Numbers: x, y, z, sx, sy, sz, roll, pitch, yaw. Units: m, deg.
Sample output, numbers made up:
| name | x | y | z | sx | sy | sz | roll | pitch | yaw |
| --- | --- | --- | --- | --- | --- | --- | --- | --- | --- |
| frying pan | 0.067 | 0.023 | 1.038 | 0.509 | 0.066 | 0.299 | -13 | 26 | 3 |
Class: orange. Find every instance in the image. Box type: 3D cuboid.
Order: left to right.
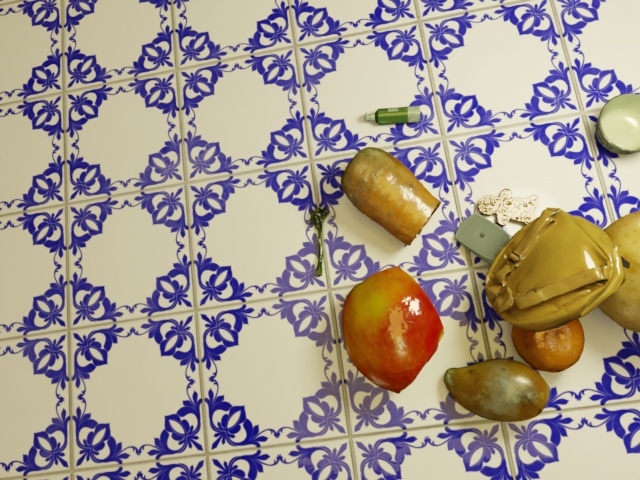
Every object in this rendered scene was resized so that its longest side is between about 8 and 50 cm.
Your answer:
| name | x | y | z | sx | sy | sz | roll | pitch | yaw |
| --- | --- | --- | --- | --- | --- | --- | --- | --- | --- |
| orange | 0.718 | 0.302 | 1.553 | 0.224 | 0.170 | 0.224 | 0 | 84 | -2 |

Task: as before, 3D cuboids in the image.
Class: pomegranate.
| name | x | y | z | sx | sy | sz | roll | pitch | yaw |
| --- | --- | --- | --- | --- | --- | --- | --- | --- | --- |
| pomegranate | 0.993 | 0.103 | 1.441 | 0.410 | 0.410 | 0.410 | -1 | 78 | 7 |

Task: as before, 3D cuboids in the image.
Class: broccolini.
| name | x | y | z | sx | sy | sz | roll | pitch | yaw |
| --- | --- | --- | --- | --- | --- | --- | --- | --- | --- |
| broccolini | -0.006 | -0.002 | 1.773 | 0.071 | 0.057 | 0.254 | -16 | 68 | 48 |

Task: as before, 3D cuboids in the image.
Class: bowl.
| name | x | y | z | sx | sy | sz | roll | pitch | yaw |
| --- | --- | --- | --- | --- | --- | --- | --- | --- | --- |
| bowl | 1.048 | -0.385 | 1.686 | 0.211 | 0.112 | 0.211 | -1 | 77 | 6 |

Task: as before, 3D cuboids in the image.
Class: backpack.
| name | x | y | z | sx | sy | sz | roll | pitch | yaw |
| --- | --- | --- | --- | --- | --- | --- | --- | --- | --- |
| backpack | 0.676 | 0.095 | 1.448 | 0.378 | 0.201 | 0.353 | -37 | 36 | 26 |

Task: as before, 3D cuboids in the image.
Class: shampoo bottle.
| name | x | y | z | sx | sy | sz | roll | pitch | yaw |
| --- | --- | --- | --- | --- | --- | --- | --- | --- | --- |
| shampoo bottle | 0.267 | -0.467 | 1.832 | 0.204 | 0.065 | 0.065 | -2 | 78 | 7 |

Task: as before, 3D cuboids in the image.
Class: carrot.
| name | x | y | z | sx | sy | sz | roll | pitch | yaw |
| --- | --- | --- | --- | --- | --- | --- | --- | --- | --- |
| carrot | 0.238 | -0.161 | 1.689 | 0.341 | 0.224 | 0.224 | 39 | 85 | 9 |

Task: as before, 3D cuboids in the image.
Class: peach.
| name | x | y | z | sx | sy | sz | roll | pitch | yaw |
| --- | --- | --- | --- | --- | --- | --- | --- | --- | --- |
| peach | 0.222 | 0.294 | 1.586 | 0.306 | 0.242 | 0.380 | -26 | 76 | -3 |

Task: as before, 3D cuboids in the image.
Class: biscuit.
| name | x | y | z | sx | sy | sz | roll | pitch | yaw |
| --- | --- | --- | --- | --- | --- | --- | --- | --- | --- |
| biscuit | 0.656 | -0.115 | 1.720 | 0.205 | 0.031 | 0.138 | 7 | 79 | 9 |

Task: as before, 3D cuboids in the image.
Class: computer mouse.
| name | x | y | z | sx | sy | sz | roll | pitch | yaw |
| --- | --- | --- | --- | --- | --- | --- | --- | --- | --- |
| computer mouse | 0.571 | 0.003 | 1.674 | 0.128 | 0.079 | 0.231 | -46 | 48 | 4 |

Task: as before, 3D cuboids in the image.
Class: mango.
| name | x | y | z | sx | sy | sz | roll | pitch | yaw |
| --- | --- | --- | --- | --- | --- | --- | --- | --- | --- |
| mango | 0.553 | 0.471 | 1.555 | 0.316 | 0.146 | 0.193 | 2 | 75 | 18 |
